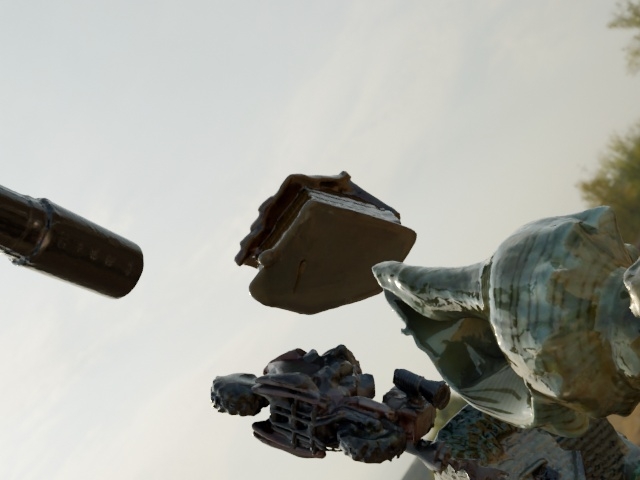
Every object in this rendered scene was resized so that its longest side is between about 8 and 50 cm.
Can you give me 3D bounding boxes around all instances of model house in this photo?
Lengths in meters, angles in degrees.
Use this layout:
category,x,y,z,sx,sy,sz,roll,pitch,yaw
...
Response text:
category,x,y,z,sx,sy,sz,roll,pitch,yaw
model house,0.000,0.001,1.501,0.199,0.219,0.229,-60,15,12
model house,0.374,0.367,1.528,0.298,0.284,0.243,-32,-44,-26

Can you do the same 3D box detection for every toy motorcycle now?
category,x,y,z,sx,sy,sz,roll,pitch,yaw
toy motorcycle,0.062,0.221,1.260,0.207,0.401,0.134,-24,-60,-53

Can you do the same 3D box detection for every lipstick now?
category,x,y,z,sx,sy,sz,roll,pitch,yaw
lipstick,-0.319,-0.013,1.041,0.299,0.081,0.081,28,-85,-44

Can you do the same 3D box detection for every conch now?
category,x,y,z,sx,sy,sz,roll,pitch,yaw
conch,0.195,0.070,0.830,0.386,0.169,0.203,-167,74,-68

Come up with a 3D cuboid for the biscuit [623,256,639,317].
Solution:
category,x,y,z,sx,sy,sz,roll,pitch,yaw
biscuit,0.347,-0.019,0.597,0.329,0.078,0.335,-25,-21,14
